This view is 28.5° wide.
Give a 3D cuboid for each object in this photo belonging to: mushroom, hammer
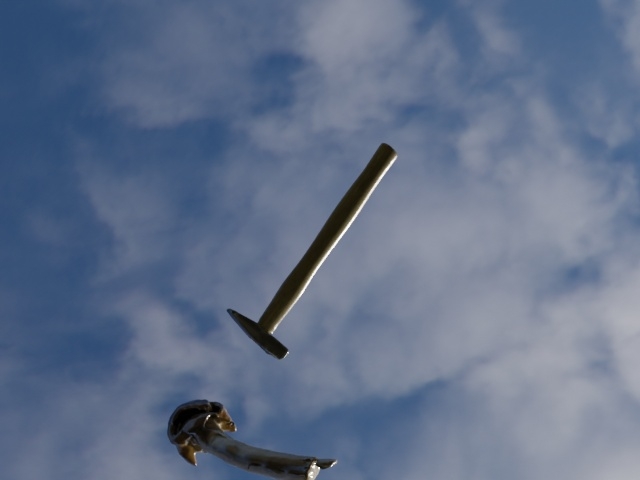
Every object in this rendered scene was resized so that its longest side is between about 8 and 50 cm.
[{"bbox_3d":[-0.066,0.197,1.182,0.060,0.187,0.061,-52,-41,-29],"label":"mushroom"},{"bbox_3d":[0.000,0.000,1.024,0.062,0.013,0.199,40,-103,-25],"label":"hammer"}]
